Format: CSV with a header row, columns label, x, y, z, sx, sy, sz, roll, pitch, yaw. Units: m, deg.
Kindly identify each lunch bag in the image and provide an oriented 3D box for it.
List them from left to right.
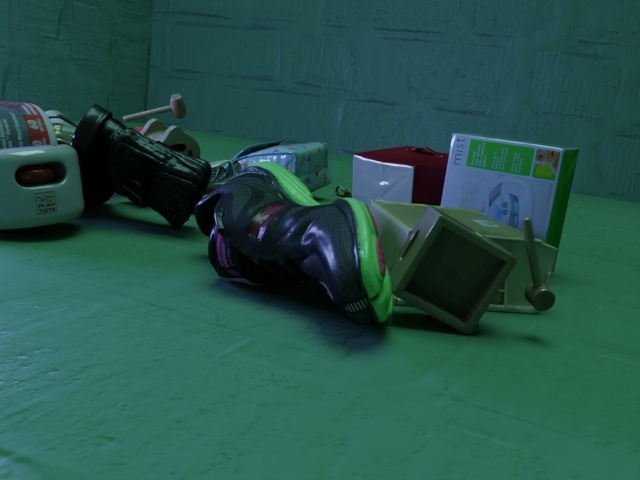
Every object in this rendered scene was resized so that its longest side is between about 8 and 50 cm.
label,x,y,z,sx,sy,sz,roll,pitch,yaw
lunch bag,-0.132,-0.210,1.856,0.262,0.160,0.223,3,16,28

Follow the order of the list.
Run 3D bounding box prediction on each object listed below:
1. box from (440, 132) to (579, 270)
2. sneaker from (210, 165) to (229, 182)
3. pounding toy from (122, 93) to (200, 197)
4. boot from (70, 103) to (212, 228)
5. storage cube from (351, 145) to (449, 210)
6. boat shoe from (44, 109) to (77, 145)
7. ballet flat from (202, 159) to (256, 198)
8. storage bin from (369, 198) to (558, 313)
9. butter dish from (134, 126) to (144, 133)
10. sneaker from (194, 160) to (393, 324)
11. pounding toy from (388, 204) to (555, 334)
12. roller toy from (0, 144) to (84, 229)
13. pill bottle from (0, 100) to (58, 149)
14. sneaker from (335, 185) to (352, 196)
label,x,y,z,sx,sy,sz,roll,pitch,yaw
box,0.376,-0.077,1.299,0.231,0.262,0.126,16,16,32
sneaker,-0.333,-0.131,1.616,0.211,0.080,0.081,-14,-17,-35
pounding toy,-0.400,-0.214,1.525,0.154,0.270,0.154,22,-27,25
boot,-0.378,-0.115,1.312,0.260,0.131,0.348,27,-23,-11
storage cube,0.200,-0.104,1.460,0.193,0.215,0.183,-14,24,-42
boat shoe,-0.538,-0.181,1.494,0.302,0.113,0.103,36,17,-52
ballet flat,-0.211,-0.132,1.533,0.342,0.124,0.116,0,15,-31
storage bin,0.225,0.021,1.103,0.260,0.123,0.262,5,12,-11
butter dish,-0.494,-0.234,1.846,0.159,0.160,0.118,18,-6,38
sneaker,-0.055,0.017,0.951,0.202,0.185,0.482,-25,26,-20
pounding toy,0.228,0.034,0.898,0.206,0.181,0.094,29,10,-8
roller toy,-0.525,-0.091,1.122,0.191,0.146,0.209,-4,11,2
pill bottle,-0.732,-0.176,1.244,0.210,0.210,0.363,17,16,37
sneaker,0.079,-0.151,2.010,0.035,0.031,0.083,15,10,-38
